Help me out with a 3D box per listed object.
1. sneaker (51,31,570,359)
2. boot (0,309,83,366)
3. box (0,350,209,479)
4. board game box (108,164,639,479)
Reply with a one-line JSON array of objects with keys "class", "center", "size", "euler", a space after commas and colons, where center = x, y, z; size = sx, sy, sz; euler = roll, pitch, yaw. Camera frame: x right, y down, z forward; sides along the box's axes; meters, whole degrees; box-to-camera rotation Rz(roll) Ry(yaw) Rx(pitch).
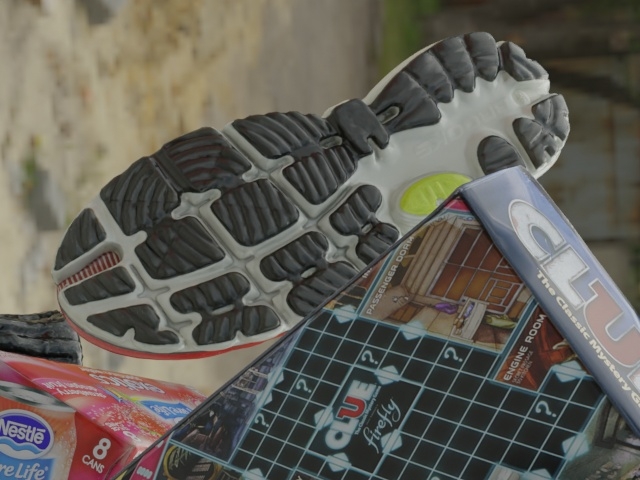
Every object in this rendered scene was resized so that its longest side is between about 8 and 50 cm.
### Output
[{"class": "sneaker", "center": [0.000, 0.000, 0.921], "size": [0.107, 0.279, 0.118], "euler": [58, -30, 19]}, {"class": "boot", "center": [-0.266, 0.058, 1.276], "size": [0.348, 0.260, 0.131], "euler": [-45, -143, 46]}, {"class": "box", "center": [-0.123, 0.161, 1.230], "size": [0.123, 0.128, 0.257], "euler": [-63, 152, 4]}, {"class": "board game box", "center": [0.011, 0.115, 0.526], "size": [0.165, 0.243, 0.042], "euler": [54, 31, 7]}]
